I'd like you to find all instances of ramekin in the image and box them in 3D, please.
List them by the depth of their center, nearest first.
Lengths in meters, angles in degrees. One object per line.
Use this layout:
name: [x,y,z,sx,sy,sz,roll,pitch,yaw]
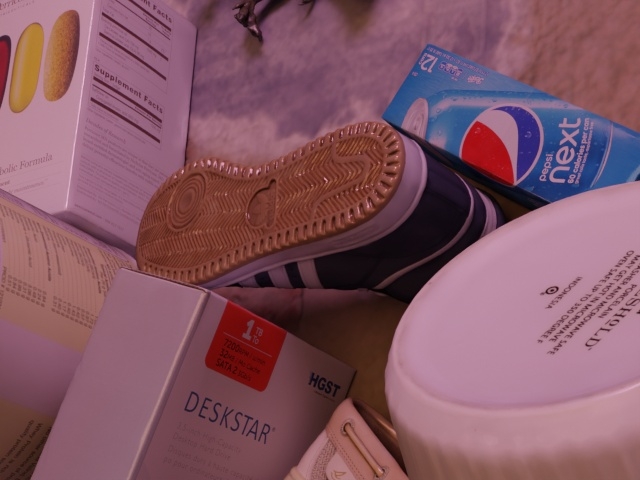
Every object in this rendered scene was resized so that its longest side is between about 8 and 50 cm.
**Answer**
ramekin: [0.158,0.074,0.703,0.273,0.127,0.273,-22,23,10]

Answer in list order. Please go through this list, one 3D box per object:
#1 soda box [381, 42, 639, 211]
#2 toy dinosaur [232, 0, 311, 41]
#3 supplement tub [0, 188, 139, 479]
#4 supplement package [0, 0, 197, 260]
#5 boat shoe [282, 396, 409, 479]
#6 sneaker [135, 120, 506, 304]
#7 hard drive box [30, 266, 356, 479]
soda box: [0.144,-0.062,0.901,0.210,0.071,0.067,31,89,42]
toy dinosaur: [-0.050,-0.251,1.151,0.118,0.064,0.268,-46,47,1]
supplement tub: [-0.252,0.083,0.959,0.235,0.325,0.235,-16,60,30]
supplement package: [-0.207,-0.096,1.141,0.139,0.134,0.244,-14,61,31]
boat shoe: [0.090,0.191,0.800,0.302,0.109,0.098,30,89,47]
sneaker: [0.000,0.000,0.943,0.282,0.153,0.099,-12,63,45]
hard drive box: [-0.096,0.159,0.903,0.089,0.181,0.232,12,77,40]
